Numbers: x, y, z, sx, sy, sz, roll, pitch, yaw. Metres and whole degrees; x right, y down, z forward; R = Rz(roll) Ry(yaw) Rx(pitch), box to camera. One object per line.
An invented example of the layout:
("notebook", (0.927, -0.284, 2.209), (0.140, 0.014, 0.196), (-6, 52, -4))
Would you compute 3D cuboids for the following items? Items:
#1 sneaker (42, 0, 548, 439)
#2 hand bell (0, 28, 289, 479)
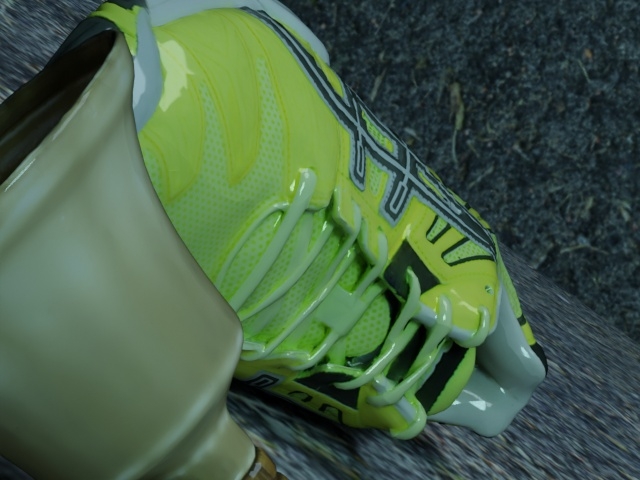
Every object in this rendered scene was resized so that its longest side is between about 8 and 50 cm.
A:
("sneaker", (0.000, 0.000, 0.783), (0.147, 0.145, 0.385), (39, 10, 22))
("hand bell", (-0.018, 0.074, 0.517), (0.242, 0.126, 0.126), (47, 5, -15))
